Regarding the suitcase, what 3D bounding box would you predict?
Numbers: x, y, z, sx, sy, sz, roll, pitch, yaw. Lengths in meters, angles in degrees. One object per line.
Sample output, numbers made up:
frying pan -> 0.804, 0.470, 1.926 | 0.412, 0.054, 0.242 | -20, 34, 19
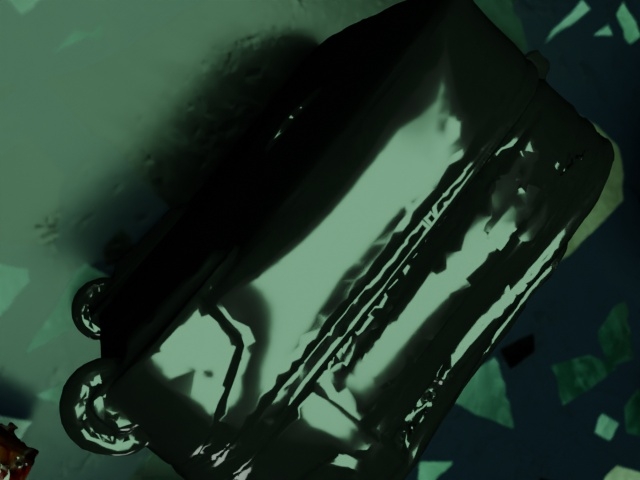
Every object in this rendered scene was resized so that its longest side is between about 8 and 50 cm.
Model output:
suitcase -> 0.000, 0.000, 0.663 | 0.188, 0.345, 0.339 | 39, 87, -12

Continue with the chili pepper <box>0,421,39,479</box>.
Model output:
chili pepper -> -0.323, 0.224, 0.734 | 0.144, 0.136, 0.253 | 21, 101, -44
